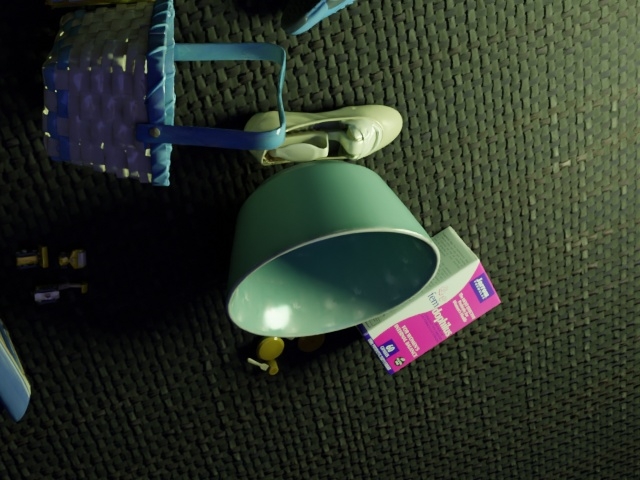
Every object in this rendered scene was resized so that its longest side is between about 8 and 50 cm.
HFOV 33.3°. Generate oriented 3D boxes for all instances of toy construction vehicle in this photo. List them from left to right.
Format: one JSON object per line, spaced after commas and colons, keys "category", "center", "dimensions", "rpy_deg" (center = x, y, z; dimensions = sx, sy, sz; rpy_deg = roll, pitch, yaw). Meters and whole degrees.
{"category": "toy construction vehicle", "center": [-0.383, 0.044, 1.525], "dimensions": [0.098, 0.035, 0.086], "rpy_deg": [-9, 113, -20]}

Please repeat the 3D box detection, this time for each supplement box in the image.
{"category": "supplement box", "center": [0.161, 0.097, 1.735], "dimensions": [0.220, 0.114, 0.111], "rpy_deg": [-34, 127, -1]}

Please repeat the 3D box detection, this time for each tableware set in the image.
{"category": "tableware set", "center": [-0.044, 0.157, 1.746], "dimensions": [0.104, 0.024, 0.154], "rpy_deg": [33, 104, -39]}

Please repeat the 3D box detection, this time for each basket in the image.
{"category": "basket", "center": [-0.186, -0.188, 1.323], "dimensions": [0.289, 0.255, 0.201], "rpy_deg": [-1, 122, 0]}

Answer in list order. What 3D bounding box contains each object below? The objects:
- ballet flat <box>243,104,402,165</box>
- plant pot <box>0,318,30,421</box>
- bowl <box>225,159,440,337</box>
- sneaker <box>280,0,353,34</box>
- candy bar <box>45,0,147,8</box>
{"category": "ballet flat", "center": [0.014, -0.144, 1.534], "dimensions": [0.248, 0.086, 0.086], "rpy_deg": [-7, 124, -19]}
{"category": "plant pot", "center": [-0.526, 0.152, 1.415], "dimensions": [0.212, 0.236, 0.236], "rpy_deg": [-28, 128, -12]}
{"category": "bowl", "center": [0.000, 0.000, 1.535], "dimensions": [0.311, 0.163, 0.311], "rpy_deg": [-13, 152, -7]}
{"category": "sneaker", "center": [0.040, -0.339, 1.426], "dimensions": [0.209, 0.069, 0.082], "rpy_deg": [-44, 131, 8]}
{"category": "candy bar", "center": [-0.265, -0.315, 1.345], "dimensions": [0.161, 0.018, 0.040], "rpy_deg": [-9, 121, -17]}
